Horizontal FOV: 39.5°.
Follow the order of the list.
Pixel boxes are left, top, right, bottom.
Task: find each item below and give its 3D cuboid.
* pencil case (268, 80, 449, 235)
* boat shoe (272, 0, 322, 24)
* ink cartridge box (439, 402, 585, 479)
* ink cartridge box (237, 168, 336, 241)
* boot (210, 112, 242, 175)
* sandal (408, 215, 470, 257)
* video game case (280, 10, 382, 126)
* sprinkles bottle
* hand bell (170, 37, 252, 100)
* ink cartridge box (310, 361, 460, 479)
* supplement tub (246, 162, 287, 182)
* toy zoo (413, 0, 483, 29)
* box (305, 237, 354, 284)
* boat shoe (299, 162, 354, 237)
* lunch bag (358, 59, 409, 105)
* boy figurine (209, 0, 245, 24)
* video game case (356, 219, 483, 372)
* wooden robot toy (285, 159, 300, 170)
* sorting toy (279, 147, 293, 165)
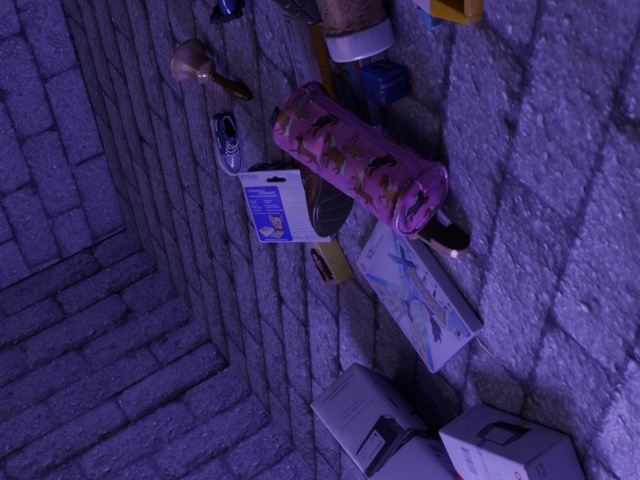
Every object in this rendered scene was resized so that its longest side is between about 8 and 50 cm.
[{"bbox_3d":[0.075,-0.165,1.747,0.386,0.160,0.167,39,-171,30],"label":"pencil case"},{"bbox_3d":[-0.090,-0.566,1.765,0.324,0.123,0.116,53,-168,-1],"label":"boat shoe"},{"bbox_3d":[0.413,0.494,1.873,0.306,0.131,0.226,6,122,64],"label":"ink cartridge box"},{"bbox_3d":[-0.082,-0.091,2.196,0.206,0.045,0.208,0,123,26],"label":"ink cartridge box"},{"bbox_3d":[-0.260,-0.269,2.533,0.086,0.069,0.190,22,135,62],"label":"boot"},{"bbox_3d":[0.198,-0.022,1.788,0.240,0.088,0.079,40,146,32],"label":"sandal"},{"bbox_3d":[0.019,-0.365,1.853,0.285,0.025,0.204,34,145,50],"label":"video game case"},{"bbox_3d":[0.026,-0.496,1.548,0.121,0.121,0.355,23,136,58],"label":"sprinkles bottle"},{"bbox_3d":[-0.271,-0.429,2.362,0.242,0.126,0.126,34,148,26],"label":"hand bell"},{"bbox_3d":[0.195,0.514,2.190,0.395,0.166,0.285,49,-174,29],"label":"ink cartridge box"},{"bbox_3d":[-0.117,-0.145,2.318,0.198,0.106,0.106,17,132,61],"label":"supplement tub"},{"bbox_3d":[0.177,-0.460,1.377,0.192,0.030,0.293,41,151,41],"label":"toy zoo"},{"bbox_3d":[0.000,0.000,2.295,0.232,0.058,0.087,64,158,-5],"label":"box"},{"bbox_3d":[0.010,-0.152,2.043,0.104,0.110,0.307,47,145,41],"label":"boat shoe"},{"bbox_3d":[0.118,-0.298,1.656,0.098,0.067,0.065,31,144,50],"label":"lunch bag"},{"bbox_3d":[-0.246,-0.628,1.982,0.177,0.092,0.285,-88,-18,-51],"label":"boy figurine"},{"bbox_3d":[0.210,0.116,1.996,0.329,0.036,0.300,55,158,15],"label":"video game case"},{"bbox_3d":[-0.049,-0.172,2.167,0.076,0.079,0.173,53,157,21],"label":"wooden robot toy"},{"bbox_3d":[-0.092,-0.227,2.287,0.062,0.012,0.083,43,152,40],"label":"sorting toy"}]
